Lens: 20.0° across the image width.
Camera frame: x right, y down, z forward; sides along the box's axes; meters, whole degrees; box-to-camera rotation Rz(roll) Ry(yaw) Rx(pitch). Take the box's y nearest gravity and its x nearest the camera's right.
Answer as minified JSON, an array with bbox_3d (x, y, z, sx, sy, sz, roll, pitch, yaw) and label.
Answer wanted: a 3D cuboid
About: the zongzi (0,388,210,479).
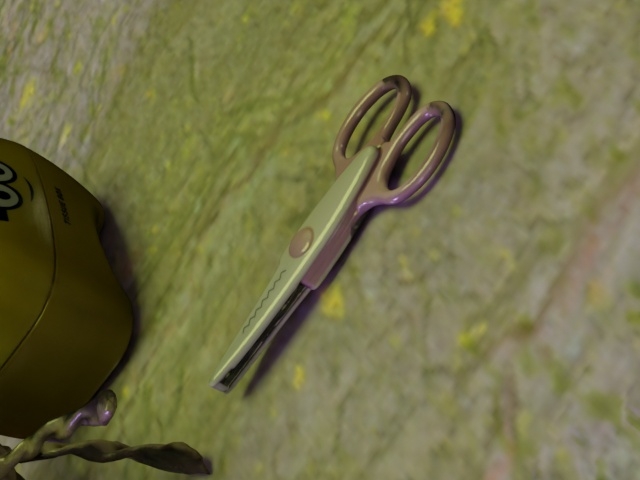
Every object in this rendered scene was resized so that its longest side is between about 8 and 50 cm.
[{"bbox_3d":[-0.258,0.321,0.925,0.500,0.467,0.218,-25,24,-16],"label":"zongzi"}]

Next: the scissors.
[{"bbox_3d":[0.000,0.000,0.872,0.176,0.022,0.085,-55,34,4],"label":"scissors"}]

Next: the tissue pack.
[{"bbox_3d":[-0.190,0.020,1.037,0.123,0.127,0.178,-53,31,19],"label":"tissue pack"}]
